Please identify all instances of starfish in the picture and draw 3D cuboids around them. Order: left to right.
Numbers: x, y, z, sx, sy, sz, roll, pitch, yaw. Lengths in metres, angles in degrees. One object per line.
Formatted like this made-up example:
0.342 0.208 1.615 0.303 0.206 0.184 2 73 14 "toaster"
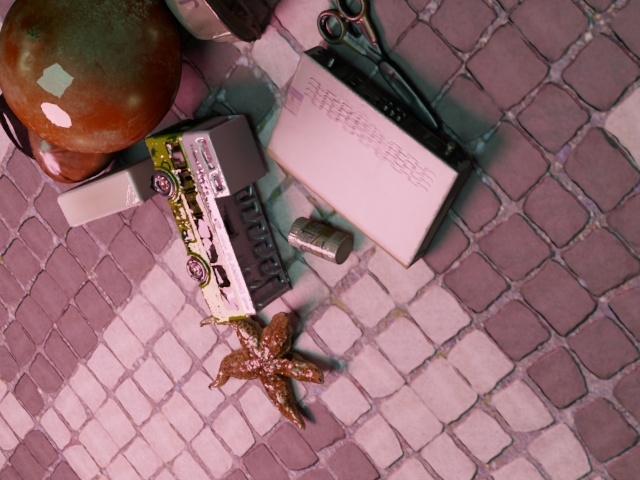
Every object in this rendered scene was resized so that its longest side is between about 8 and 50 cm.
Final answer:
-0.084 0.191 1.761 0.235 0.062 0.277 50 134 5 "starfish"

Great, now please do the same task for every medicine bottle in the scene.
0.000 0.000 1.615 0.083 0.047 0.047 23 123 28 "medicine bottle"

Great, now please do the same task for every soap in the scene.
-0.304 -0.081 1.764 0.183 0.121 0.063 -15 101 40 "soap"

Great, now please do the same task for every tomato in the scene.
-0.332 -0.260 1.601 0.270 0.223 0.270 -3 84 31 "tomato"

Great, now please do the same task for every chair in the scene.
-0.479 -0.219 1.877 0.084 0.101 0.212 31 163 24 "chair"

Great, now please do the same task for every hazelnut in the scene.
-0.393 -0.163 1.781 0.150 0.150 0.150 17 120 31 "hazelnut"

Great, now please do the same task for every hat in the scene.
-0.174 -0.345 1.493 0.149 0.245 0.214 -15 101 21 "hat"

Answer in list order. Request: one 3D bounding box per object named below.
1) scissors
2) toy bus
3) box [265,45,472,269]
0.082 -0.226 1.467 0.220 0.017 0.088 51 128 7 "scissors"
-0.140 -0.034 1.671 0.139 0.113 0.301 -7 108 40 "toy bus"
0.059 -0.113 1.513 0.270 0.045 0.210 39 133 18 "box"
